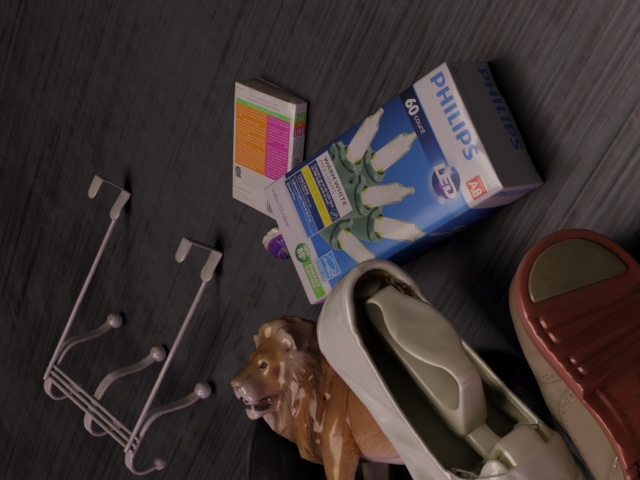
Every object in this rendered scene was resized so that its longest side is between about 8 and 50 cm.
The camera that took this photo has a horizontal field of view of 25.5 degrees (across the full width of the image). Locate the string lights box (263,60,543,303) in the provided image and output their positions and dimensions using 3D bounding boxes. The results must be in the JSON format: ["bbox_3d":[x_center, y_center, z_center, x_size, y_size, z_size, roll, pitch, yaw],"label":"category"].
[{"bbox_3d":[0.075,-0.053,1.371,0.259,0.076,0.133,-33,74,38],"label":"string lights box"}]

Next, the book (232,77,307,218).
[{"bbox_3d":[-0.058,-0.101,1.606,0.096,0.035,0.144,29,123,41],"label":"book"}]

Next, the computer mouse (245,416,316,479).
[{"bbox_3d":[-0.044,0.325,1.629,0.188,0.072,0.272,63,-152,-66],"label":"computer mouse"}]

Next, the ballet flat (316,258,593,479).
[{"bbox_3d":[0.138,0.171,1.261,0.400,0.139,0.139,48,135,21],"label":"ballet flat"}]

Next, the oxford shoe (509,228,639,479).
[{"bbox_3d":[0.290,0.175,1.200,0.397,0.140,0.146,63,172,10],"label":"oxford shoe"}]

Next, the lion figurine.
[{"bbox_3d":[0.085,0.185,1.453,0.392,0.142,0.240,-9,86,39],"label":"lion figurine"}]

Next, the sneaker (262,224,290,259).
[{"bbox_3d":[0.000,0.000,1.536,0.170,0.068,0.071,-19,92,52],"label":"sneaker"}]

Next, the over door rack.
[{"bbox_3d":[-0.236,0.109,1.855,0.239,0.108,0.324,30,109,43],"label":"over door rack"}]
